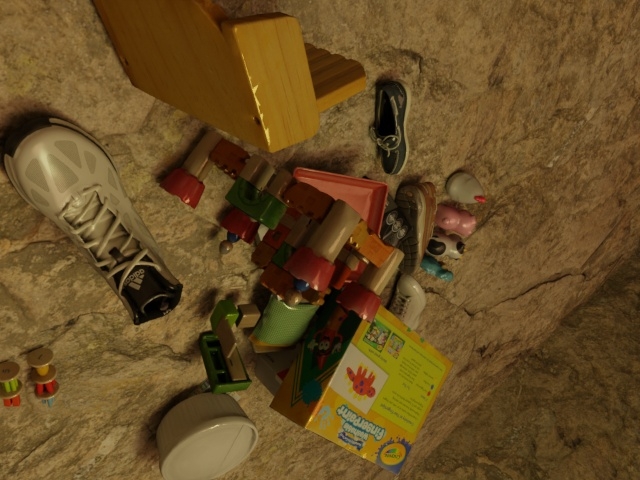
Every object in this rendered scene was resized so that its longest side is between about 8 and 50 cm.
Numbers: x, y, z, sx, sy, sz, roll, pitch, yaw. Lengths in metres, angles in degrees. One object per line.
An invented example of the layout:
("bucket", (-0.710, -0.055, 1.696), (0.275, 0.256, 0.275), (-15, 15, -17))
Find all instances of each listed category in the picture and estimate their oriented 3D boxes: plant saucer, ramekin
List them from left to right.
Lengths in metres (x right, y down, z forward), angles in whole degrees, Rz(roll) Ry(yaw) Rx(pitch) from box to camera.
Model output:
("ramekin", (-0.312, 0.523, 1.836), (0.273, 0.127, 0.273), (-19, 138, -18))
("plant saucer", (0.023, -0.035, 1.663), (0.259, 0.048, 0.258), (7, 98, -25))

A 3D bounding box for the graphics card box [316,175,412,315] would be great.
("graphics card box", (0.072, 0.031, 1.881), (0.371, 0.094, 0.233), (-49, 144, -5))

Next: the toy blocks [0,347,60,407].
("toy blocks", (-0.607, 0.306, 1.425), (0.123, 0.054, 0.148), (-23, 136, -34))

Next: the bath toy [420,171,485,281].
("bath toy", (0.426, -0.044, 2.167), (0.151, 0.129, 0.348), (-8, 126, -43))

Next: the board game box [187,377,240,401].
("board game box", (-0.292, 0.433, 1.899), (0.103, 0.026, 0.154), (-42, 143, -13))

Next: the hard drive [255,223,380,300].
("hard drive", (0.000, 0.000, 1.710), (0.307, 0.040, 0.203), (-22, 110, -20))

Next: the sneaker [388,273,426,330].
("sneaker", (0.273, 0.232, 2.263), (0.123, 0.106, 0.290), (-35, 143, -24))

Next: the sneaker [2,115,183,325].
("sneaker", (-0.365, -0.015, 1.227), (0.169, 0.257, 0.447), (-41, 143, -13))

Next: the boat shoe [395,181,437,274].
("boat shoe", (0.290, -0.034, 2.040), (0.116, 0.123, 0.324), (-28, 140, -31))

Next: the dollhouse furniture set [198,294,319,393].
("dollhouse furniture set", (-0.127, 0.256, 1.733), (0.301, 0.151, 0.197), (1, 137, -34))

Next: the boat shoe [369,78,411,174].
("boat shoe", (0.174, -0.274, 1.719), (0.079, 0.095, 0.254), (-26, 136, -33))

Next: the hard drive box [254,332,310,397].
("hard drive box", (-0.042, 0.376, 1.988), (0.232, 0.181, 0.089), (-19, 134, -37))

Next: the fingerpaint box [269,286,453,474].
("fingerpaint box", (0.127, 0.394, 1.899), (0.445, 0.163, 0.371), (39, 75, -41))

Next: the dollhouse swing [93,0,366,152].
("dollhouse swing", (-0.122, -0.351, 1.130), (0.305, 0.347, 0.315), (-44, 145, -24))

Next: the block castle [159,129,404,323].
("block castle", (-0.086, -0.011, 1.377), (0.213, 0.453, 0.303), (-57, 145, -3))
